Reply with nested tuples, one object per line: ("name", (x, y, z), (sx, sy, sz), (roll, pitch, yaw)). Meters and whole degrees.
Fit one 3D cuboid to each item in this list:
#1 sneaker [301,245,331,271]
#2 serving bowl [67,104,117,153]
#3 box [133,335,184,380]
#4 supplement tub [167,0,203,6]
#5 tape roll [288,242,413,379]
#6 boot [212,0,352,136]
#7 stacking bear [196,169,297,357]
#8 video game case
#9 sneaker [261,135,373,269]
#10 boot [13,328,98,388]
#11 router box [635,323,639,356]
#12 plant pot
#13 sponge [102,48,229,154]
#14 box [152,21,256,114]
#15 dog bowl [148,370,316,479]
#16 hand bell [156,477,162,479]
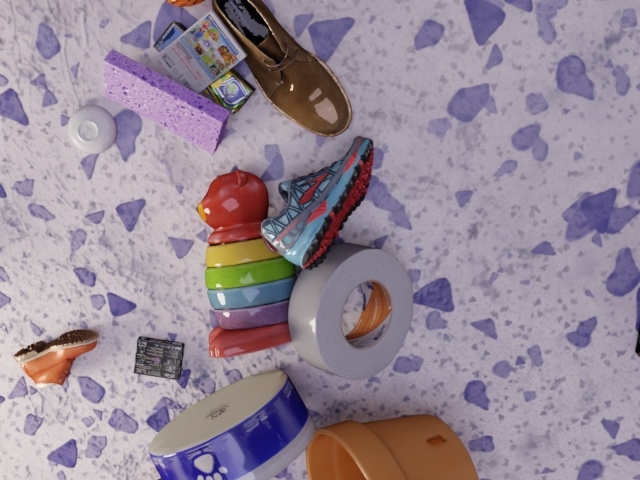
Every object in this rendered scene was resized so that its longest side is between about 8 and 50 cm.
("sneaker", (0.000, 0.000, 1.421), (0.065, 0.076, 0.166), (2, 102, 0))
("serving bowl", (-0.387, -0.185, 1.413), (0.083, 0.027, 0.083), (0, 103, 2))
("box", (-0.289, 0.211, 1.503), (0.083, 0.018, 0.067), (8, 103, -1))
("supplement tub", (-0.222, -0.450, 1.262), (0.117, 0.190, 0.117), (-3, 63, 5))
("tape roll", (0.053, 0.116, 1.384), (0.219, 0.072, 0.219), (-9, 104, -39))
("boot", (-0.066, -0.282, 1.342), (0.112, 0.115, 0.305), (-41, 100, 7))
("stacking bear", (-0.127, 0.028, 1.395), (0.164, 0.175, 0.289), (-10, 94, -7))
("video game case", (-0.187, -0.291, 1.321), (0.122, 0.011, 0.087), (-32, 104, 24))
("sneaker", (-0.005, -0.083, 1.348), (0.125, 0.104, 0.262), (25, 59, 16))
("boot", (-0.454, 0.211, 1.490), (0.158, 0.059, 0.084), (-19, 105, 14))
("router box", (0.607, 0.148, 1.460), (0.092, 0.038, 0.122), (4, 103, 0))
("plant pot", (0.131, 0.422, 1.414), (0.204, 0.291, 0.290), (-16, 103, -25))
("sponge", (-0.251, -0.222, 1.360), (0.210, 0.117, 0.031), (28, 66, -5))
("box", (-0.187, -0.281, 1.371), (0.169, 0.059, 0.054), (40, 102, -7))
("dog bowl", (-0.147, 0.327, 1.400), (0.265, 0.265, 0.104), (-26, 98, 7))
("hand bell", (-0.339, 0.553, 1.553), (0.126, 0.126, 0.242), (45, 113, -8))
